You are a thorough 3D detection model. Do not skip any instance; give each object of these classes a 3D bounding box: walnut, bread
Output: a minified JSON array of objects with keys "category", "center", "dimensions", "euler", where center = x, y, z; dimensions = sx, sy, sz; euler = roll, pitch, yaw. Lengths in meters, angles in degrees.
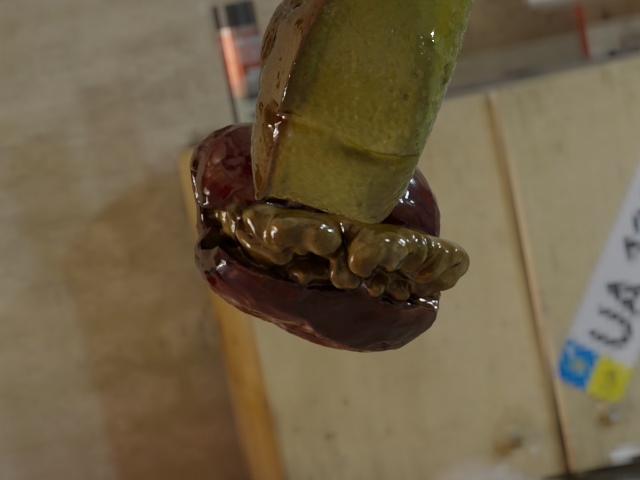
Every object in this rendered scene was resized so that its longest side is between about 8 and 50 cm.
[{"category":"walnut","center":[0.000,0.000,1.971],"dimensions":[0.269,0.221,0.244],"euler":[9,12,-24]},{"category":"bread","center":[0.031,-0.144,1.569],"dimensions":[0.148,0.270,0.270],"euler":[20,6,2]}]
